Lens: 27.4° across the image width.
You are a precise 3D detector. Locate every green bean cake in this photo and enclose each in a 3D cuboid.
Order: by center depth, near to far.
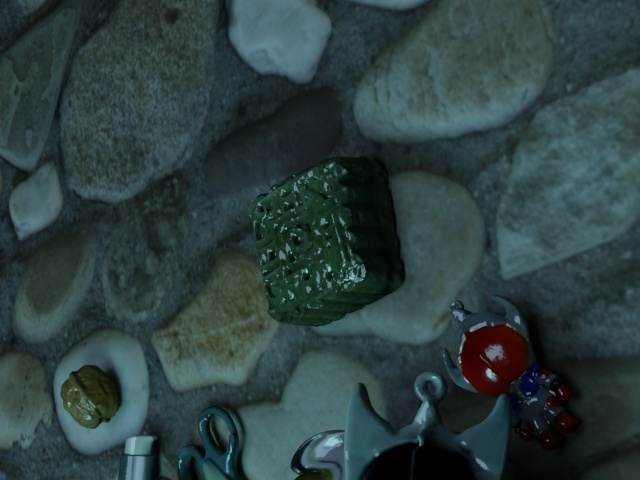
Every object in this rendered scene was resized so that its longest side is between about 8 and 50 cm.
[{"bbox_3d":[0.000,0.000,1.584,0.173,0.094,0.181,-26,66,41],"label":"green bean cake"}]

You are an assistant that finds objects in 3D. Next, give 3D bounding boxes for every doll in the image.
[{"bbox_3d":[0.094,0.275,1.205,0.145,0.103,0.316,-8,64,36],"label":"doll"},{"bbox_3d":[0.196,0.133,1.380,0.194,0.062,0.104,51,138,30],"label":"doll"}]

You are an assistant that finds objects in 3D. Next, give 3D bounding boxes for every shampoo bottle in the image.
[{"bbox_3d":[-0.261,0.366,1.822,0.074,0.074,0.192,-3,82,47],"label":"shampoo bottle"}]

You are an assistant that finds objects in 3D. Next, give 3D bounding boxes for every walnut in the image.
[{"bbox_3d":[-0.340,0.230,1.929,0.079,0.082,0.096,-39,57,-2],"label":"walnut"}]

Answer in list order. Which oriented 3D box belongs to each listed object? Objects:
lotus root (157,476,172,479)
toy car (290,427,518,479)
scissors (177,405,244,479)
[{"bbox_3d":[-0.210,0.404,1.755,0.089,0.080,0.179,16,107,54],"label":"lotus root"},{"bbox_3d":[0.091,0.383,1.368,0.242,0.226,0.336,-6,61,33],"label":"toy car"},{"bbox_3d":[-0.105,0.342,1.681,0.289,0.041,0.138,52,122,43],"label":"scissors"}]
